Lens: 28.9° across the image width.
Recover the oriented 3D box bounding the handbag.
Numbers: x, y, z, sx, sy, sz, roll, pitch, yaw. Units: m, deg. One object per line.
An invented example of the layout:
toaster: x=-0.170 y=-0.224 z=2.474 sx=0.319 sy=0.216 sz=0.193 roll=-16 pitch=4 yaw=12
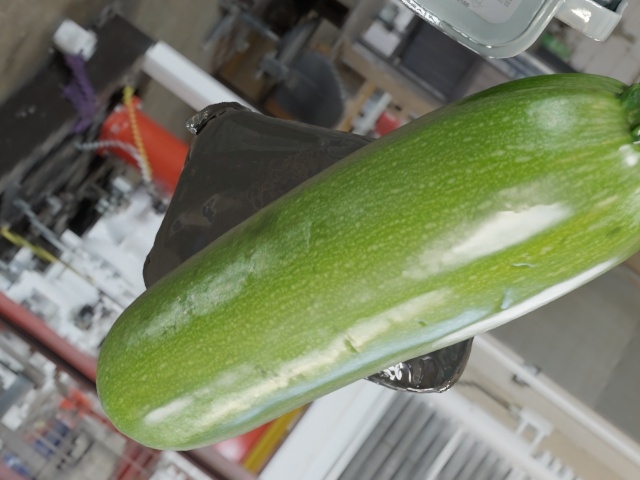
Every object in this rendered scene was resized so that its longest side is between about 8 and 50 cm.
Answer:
handbag: x=-0.003 y=0.000 z=1.043 sx=0.075 sy=0.332 sz=0.192 roll=32 pitch=77 yaw=-60

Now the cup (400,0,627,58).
cup: x=0.110 y=-0.152 z=0.677 sx=0.095 sy=0.128 sz=0.129 roll=-56 pitch=-179 yaw=24

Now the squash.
squash: x=0.025 y=0.011 z=0.561 sx=0.378 sy=0.101 sz=0.101 roll=-28 pitch=-166 yaw=38
